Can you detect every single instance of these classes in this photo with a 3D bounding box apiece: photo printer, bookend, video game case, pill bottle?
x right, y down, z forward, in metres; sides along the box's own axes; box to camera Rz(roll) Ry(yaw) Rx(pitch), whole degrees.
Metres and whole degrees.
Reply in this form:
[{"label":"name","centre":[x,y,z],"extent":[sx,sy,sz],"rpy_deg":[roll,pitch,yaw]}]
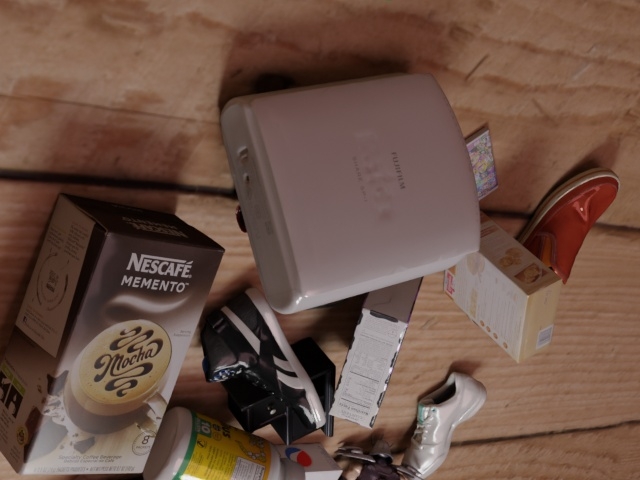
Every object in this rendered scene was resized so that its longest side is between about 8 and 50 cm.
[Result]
[{"label":"photo printer","centre":[0.053,-0.068,1.285],"extent":[0.307,0.107,0.256],"rpy_deg":[-13,87,-31]},{"label":"bookend","centre":[-0.062,0.244,1.567],"extent":[0.157,0.072,0.156],"rpy_deg":[-21,134,-25]},{"label":"video game case","centre":[0.217,-0.098,1.559],"extent":[0.087,0.011,0.122],"rpy_deg":[-34,139,-13]},{"label":"pill bottle","centre":[-0.130,0.318,1.484],"extent":[0.208,0.117,0.117],"rpy_deg":[26,106,-22]}]

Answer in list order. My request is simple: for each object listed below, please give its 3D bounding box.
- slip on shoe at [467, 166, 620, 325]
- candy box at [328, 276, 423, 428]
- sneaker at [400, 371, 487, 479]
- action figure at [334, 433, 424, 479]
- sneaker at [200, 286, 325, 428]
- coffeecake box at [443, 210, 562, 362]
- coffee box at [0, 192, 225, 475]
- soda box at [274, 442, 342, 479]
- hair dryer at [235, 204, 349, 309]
[{"label":"slip on shoe","centre":[0.373,0.024,1.723],"extent":[0.331,0.101,0.123],"rpy_deg":[-49,138,2]},{"label":"candy box","centre":[0.083,0.142,1.536],"extent":[0.165,0.070,0.196],"rpy_deg":[-63,170,-58]},{"label":"sneaker","centre":[0.192,0.316,1.850],"extent":[0.094,0.080,0.212],"rpy_deg":[33,93,-37]},{"label":"action figure","centre":[0.072,0.461,1.784],"extent":[0.185,0.099,0.285],"rpy_deg":[17,71,-10]},{"label":"sneaker","centre":[-0.089,0.182,1.443],"extent":[0.121,0.079,0.217],"rpy_deg":[-30,101,-11]},{"label":"coffeecake box","centre":[0.269,0.068,1.607],"extent":[0.068,0.185,0.142],"rpy_deg":[-23,136,-23]},{"label":"coffee box","centre":[-0.250,0.111,1.227],"extent":[0.168,0.119,0.297],"rpy_deg":[10,106,-43]},{"label":"soda box","centre":[-0.073,0.368,1.664],"extent":[0.216,0.069,0.074],"rpy_deg":[8,117,-43]},{"label":"hair dryer","centre":[0.000,0.000,1.408],"extent":[0.223,0.080,0.293],"rpy_deg":[-51,139,9]}]
